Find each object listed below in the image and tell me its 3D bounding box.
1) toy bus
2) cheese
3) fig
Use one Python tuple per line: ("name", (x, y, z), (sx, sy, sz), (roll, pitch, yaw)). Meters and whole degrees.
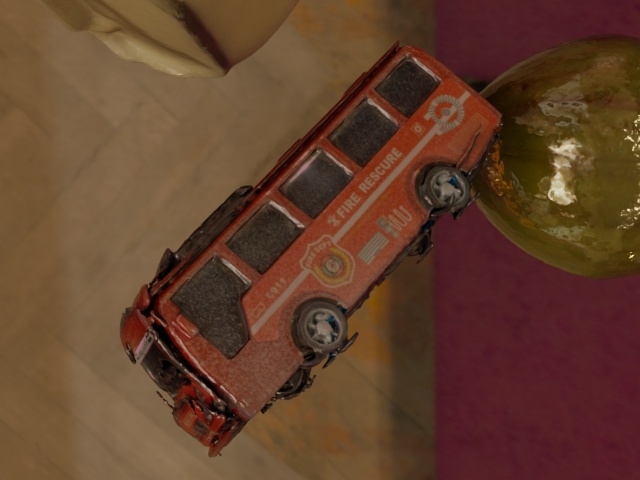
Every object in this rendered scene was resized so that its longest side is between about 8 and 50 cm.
("toy bus", (0.000, 0.000, 0.750), (0.096, 0.073, 0.235), (42, 61, 5))
("cheese", (-0.071, -0.219, 0.877), (0.127, 0.266, 0.233), (26, 88, 14))
("fig", (0.138, -0.062, 0.875), (0.186, 0.148, 0.142), (23, 95, -12))
